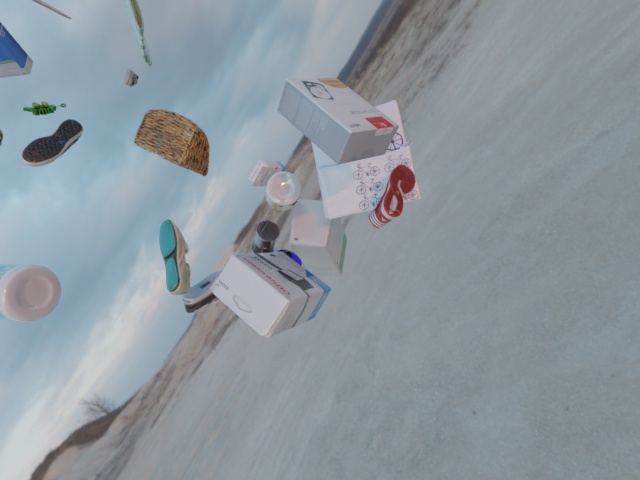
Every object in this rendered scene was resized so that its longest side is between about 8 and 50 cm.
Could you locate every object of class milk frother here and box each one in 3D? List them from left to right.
[{"bbox_3d":[-0.169,0.012,1.551,0.135,0.143,0.129,120,138,-58],"label":"milk frother"}]

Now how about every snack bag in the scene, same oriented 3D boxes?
[{"bbox_3d":[0.137,-0.264,1.374,0.323,0.343,0.037,-11,-1,15],"label":"snack bag"}]

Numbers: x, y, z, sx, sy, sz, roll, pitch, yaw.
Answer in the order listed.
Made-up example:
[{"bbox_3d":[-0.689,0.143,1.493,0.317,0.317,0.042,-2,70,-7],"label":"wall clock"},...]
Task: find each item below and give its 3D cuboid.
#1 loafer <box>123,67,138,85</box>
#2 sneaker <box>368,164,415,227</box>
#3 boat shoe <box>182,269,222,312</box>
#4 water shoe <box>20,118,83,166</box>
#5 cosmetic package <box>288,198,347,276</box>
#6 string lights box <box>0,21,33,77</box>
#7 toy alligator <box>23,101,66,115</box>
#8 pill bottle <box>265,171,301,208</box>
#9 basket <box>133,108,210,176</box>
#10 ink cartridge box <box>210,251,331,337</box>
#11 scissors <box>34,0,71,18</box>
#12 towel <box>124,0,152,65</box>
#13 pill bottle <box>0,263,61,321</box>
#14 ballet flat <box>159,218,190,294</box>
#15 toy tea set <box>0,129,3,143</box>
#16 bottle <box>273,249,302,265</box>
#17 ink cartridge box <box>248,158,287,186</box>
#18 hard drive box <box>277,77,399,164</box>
[{"bbox_3d":[-0.587,-0.507,1.317,0.045,0.039,0.125,-53,36,17],"label":"loafer"},{"bbox_3d":[0.200,-0.127,1.258,0.128,0.087,0.221,-43,11,51],"label":"sneaker"},{"bbox_3d":[-0.498,0.235,1.953,0.306,0.113,0.105,-38,-40,-47],"label":"boat shoe"},{"bbox_3d":[-0.762,-0.265,1.211,0.080,0.073,0.203,-37,17,50],"label":"water shoe"},{"bbox_3d":[0.000,0.000,1.728,0.365,0.155,0.197,62,-145,-66],"label":"cosmetic package"},{"bbox_3d":[-1.180,-0.710,1.502,0.260,0.133,0.077,84,179,-65],"label":"string lights box"},{"bbox_3d":[-1.272,-0.610,1.962,0.189,0.051,0.056,-28,-20,-47],"label":"toy alligator"},{"bbox_3d":[-0.136,-0.169,1.504,0.119,0.119,0.208,-59,6,-7],"label":"pill bottle"},{"bbox_3d":[-0.649,-0.461,1.933,0.214,0.299,0.223,-65,-19,4],"label":"basket"},{"bbox_3d":[-0.134,0.145,1.250,0.129,0.223,0.307,-58,-18,12],"label":"ink cartridge box"},{"bbox_3d":[-0.922,-0.768,1.278,0.021,0.109,0.297,-44,-19,25],"label":"scissors"},{"bbox_3d":[-0.609,-0.746,1.384,0.038,0.248,0.325,-16,6,-18],"label":"towel"},{"bbox_3d":[-0.833,0.135,1.119,0.264,0.146,0.146,-1,45,28],"label":"pill bottle"},{"bbox_3d":[-0.442,0.054,1.299,0.086,0.086,0.248,-47,50,52],"label":"ballet flat"},{"bbox_3d":[-0.977,-0.292,1.136,0.200,0.124,0.336,-14,-33,-29],"label":"toy tea set"},{"bbox_3d":[-0.204,0.103,2.196,0.092,0.118,0.283,-50,25,-18],"label":"bottle"},{"bbox_3d":[-0.240,-0.294,1.839,0.104,0.061,0.181,-56,-20,22],"label":"ink cartridge box"},{"bbox_3d":[0.041,-0.296,1.020,0.181,0.232,0.089,-22,-32,-43],"label":"hard drive box"}]
